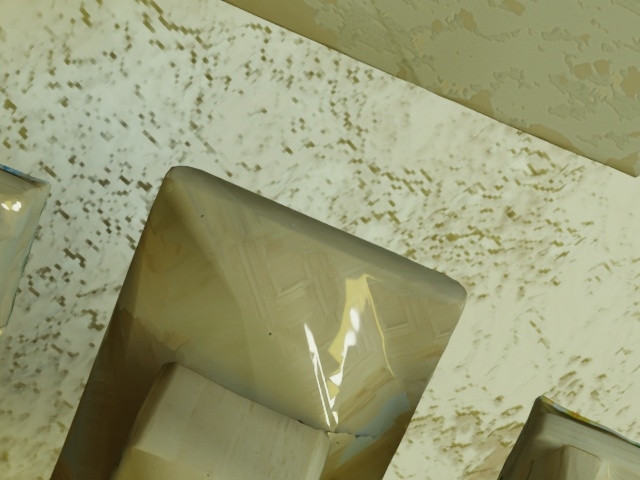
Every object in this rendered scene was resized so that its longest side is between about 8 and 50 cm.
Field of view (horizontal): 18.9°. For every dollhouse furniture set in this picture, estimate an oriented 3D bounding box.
[{"bbox_3d":[0.000,0.000,0.734,0.362,0.256,0.394,23,119,0],"label":"dollhouse furniture set"}]
